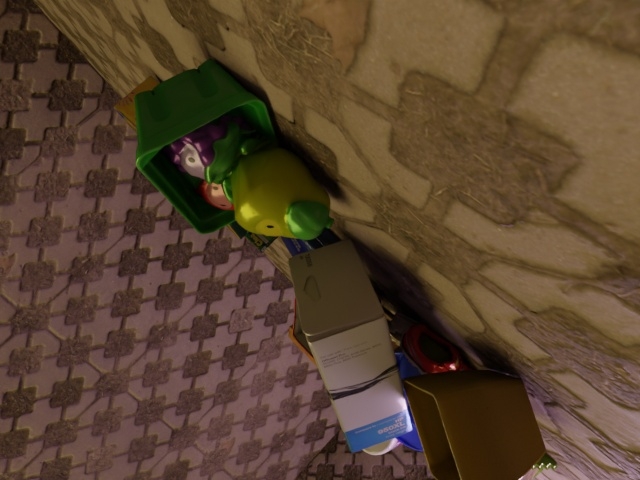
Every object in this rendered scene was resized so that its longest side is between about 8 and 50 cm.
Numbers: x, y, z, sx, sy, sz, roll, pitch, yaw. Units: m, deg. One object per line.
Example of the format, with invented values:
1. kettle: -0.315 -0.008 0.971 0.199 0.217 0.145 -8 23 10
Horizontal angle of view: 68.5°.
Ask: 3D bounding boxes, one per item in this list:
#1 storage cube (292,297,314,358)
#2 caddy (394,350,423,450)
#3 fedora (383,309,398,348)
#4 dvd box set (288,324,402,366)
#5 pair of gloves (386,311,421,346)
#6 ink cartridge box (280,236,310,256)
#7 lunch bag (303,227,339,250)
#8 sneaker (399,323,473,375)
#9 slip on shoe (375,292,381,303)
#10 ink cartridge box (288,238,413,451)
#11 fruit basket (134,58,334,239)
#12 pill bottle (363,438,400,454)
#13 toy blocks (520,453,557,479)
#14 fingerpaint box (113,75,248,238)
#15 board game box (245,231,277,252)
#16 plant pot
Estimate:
1. storage cube: 0.031 0.302 1.718 0.215 0.193 0.184 34 128 45
2. caddy: 0.304 0.491 1.465 0.241 0.179 0.341 -28 110 37
3. fedora: 0.206 0.286 1.456 0.194 0.079 0.194 44 170 10
4. dvd box set: 0.118 0.418 1.785 0.420 0.307 0.062 35 128 43
5. pair of gloves: 0.169 0.215 1.302 0.240 0.042 0.204 24 154 21
6. ink cartridge box: -0.057 0.054 1.572 0.165 0.065 0.333 56 175 29
7. lunch bag: 0.000 0.000 1.204 0.098 0.067 0.065 46 170 8
8. sneaker: 0.304 0.307 1.102 0.279 0.107 0.118 40 156 12
9. slip on shoe: 0.126 0.138 1.314 0.041 0.051 0.135 -8 127 37
10. ink cartridge box: 0.069 0.241 1.093 0.286 0.166 0.395 -111 3 -55
11. fruit basket: -0.161 -0.117 0.937 0.392 0.282 0.392 62 176 8
12. pill bottle: 0.249 0.641 1.667 0.169 0.169 0.301 39 -166 32
13. toy blocks: 0.464 0.633 1.254 0.190 0.261 0.381 37 167 41
14. fingerpaint box: -0.398 -0.259 1.529 0.444 0.163 0.371 42 170 21
15. board game box: -0.249 -0.084 1.688 0.259 0.136 0.030 42 168 24
16. plant pot: 0.306 0.363 0.929 0.212 0.187 0.213 127 127 -80
